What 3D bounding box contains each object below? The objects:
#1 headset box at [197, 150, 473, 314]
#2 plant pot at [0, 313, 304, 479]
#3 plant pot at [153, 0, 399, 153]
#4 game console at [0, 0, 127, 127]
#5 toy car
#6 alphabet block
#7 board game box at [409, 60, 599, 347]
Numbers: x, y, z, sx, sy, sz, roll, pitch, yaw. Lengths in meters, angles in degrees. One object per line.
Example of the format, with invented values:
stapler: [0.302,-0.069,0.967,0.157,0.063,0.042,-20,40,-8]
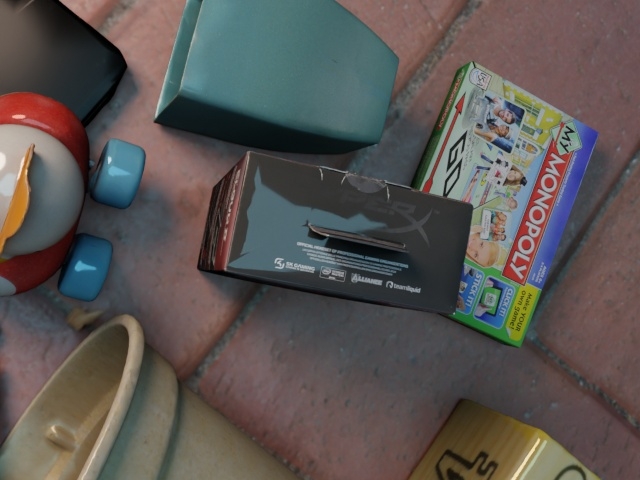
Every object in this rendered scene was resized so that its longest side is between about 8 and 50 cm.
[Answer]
headset box: [0.000,0.000,0.669,0.218,0.293,0.110,12,85,-16]
plant pot: [-0.153,0.293,0.626,0.305,0.334,0.334,38,79,-22]
plant pot: [-0.044,-0.187,0.739,0.234,0.165,0.166,16,84,-23]
game console: [-0.395,-0.123,0.693,0.213,0.044,0.361,38,79,-11]
toy car: [-0.283,-0.029,0.592,0.219,0.238,0.210,19,95,-24]
alphabet block: [0.221,0.336,0.771,0.192,0.193,0.197,42,78,-12]
board game box: [0.222,-0.046,0.862,0.213,0.046,0.317,24,82,-13]
